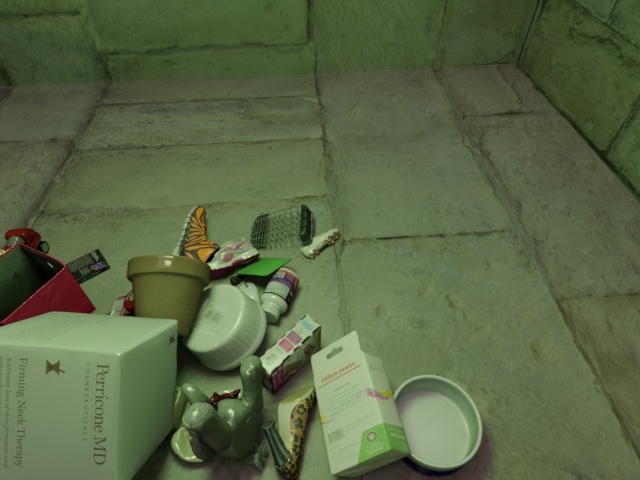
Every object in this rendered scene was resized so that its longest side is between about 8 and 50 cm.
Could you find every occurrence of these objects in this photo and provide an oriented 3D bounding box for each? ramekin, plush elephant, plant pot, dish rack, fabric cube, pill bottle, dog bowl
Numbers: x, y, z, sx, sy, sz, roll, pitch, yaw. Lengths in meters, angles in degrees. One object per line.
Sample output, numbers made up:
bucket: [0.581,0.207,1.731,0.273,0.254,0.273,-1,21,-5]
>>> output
ramekin: [-0.336,0.284,1.400,0.277,0.135,0.277,-14,49,16]
plush elephant: [-0.301,0.503,1.194,0.255,0.330,0.272,2,29,33]
plant pot: [-0.490,0.188,1.315,0.262,0.263,0.230,1,71,1]
dish rack: [-0.170,-0.053,1.794,0.271,0.074,0.208,-13,44,13]
fabric cube: [-1.016,0.213,1.448,0.254,0.258,0.259,19,51,18]
pill bottle: [-0.160,0.206,1.546,0.108,0.108,0.194,14,50,13]
dog bowl: [0.333,0.546,1.230,0.264,0.104,0.265,-1,48,1]

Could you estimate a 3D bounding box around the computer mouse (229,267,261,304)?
computer mouse: [-0.278,0.191,1.605,0.106,0.042,0.193,-19,50,-18]

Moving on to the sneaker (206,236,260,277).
sneaker: [-0.377,0.066,1.666,0.252,0.103,0.111,-23,72,-29]

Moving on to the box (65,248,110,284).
box: [-0.963,0.112,1.694,0.162,0.029,0.116,-32,56,-24]

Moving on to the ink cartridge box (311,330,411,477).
ink cartridge box: [0.104,0.475,1.224,0.207,0.119,0.354,-36,44,23]

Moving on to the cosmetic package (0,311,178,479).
cosmetic package: [-0.618,0.382,1.057,0.393,0.327,0.330,3,92,3]

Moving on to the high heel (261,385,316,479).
high heel: [-0.064,0.575,1.252,0.093,0.186,0.261,-20,3,35]

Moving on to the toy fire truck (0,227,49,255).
toy fire truck: [-1.235,0.023,1.630,0.158,0.246,0.217,-5,48,-5]

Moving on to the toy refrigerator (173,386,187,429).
toy refrigerator: [-0.565,0.503,1.286,0.269,0.094,0.102,6,47,6]

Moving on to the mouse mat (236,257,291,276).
mouse mat: [-0.223,0.103,1.630,0.189,0.007,0.152,1,24,41]

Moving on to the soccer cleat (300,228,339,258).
soccer cleat: [0.000,0.000,1.764,0.196,0.068,0.076,-38,54,-26]

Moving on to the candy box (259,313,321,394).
candy box: [-0.098,0.373,1.357,0.071,0.159,0.233,34,57,26]

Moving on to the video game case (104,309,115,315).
video game case: [-0.752,0.290,1.437,0.011,0.122,0.087,33,56,-27]

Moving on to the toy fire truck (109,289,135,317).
toy fire truck: [-0.667,0.311,1.442,0.253,0.169,0.302,-17,45,21]

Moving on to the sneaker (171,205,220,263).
sneaker: [-0.493,0.000,1.746,0.179,0.125,0.321,7,59,2]
